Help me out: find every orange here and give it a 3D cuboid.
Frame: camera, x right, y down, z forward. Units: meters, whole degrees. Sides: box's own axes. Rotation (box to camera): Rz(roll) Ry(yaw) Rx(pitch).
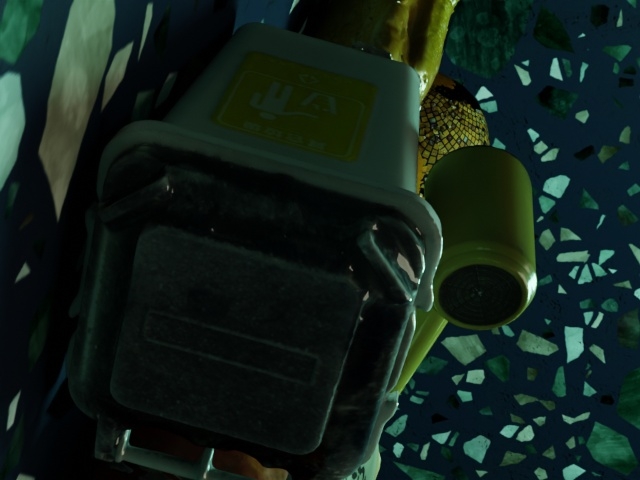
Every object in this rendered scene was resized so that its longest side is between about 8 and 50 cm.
[{"bbox_3d":[0.093,-0.121,1.721,0.234,0.234,0.182,-38,123,-77],"label":"orange"}]

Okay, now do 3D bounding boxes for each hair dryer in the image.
[{"bbox_3d":[0.092,0.064,1.173,0.135,0.090,0.278,-85,-162,-49],"label":"hair dryer"}]

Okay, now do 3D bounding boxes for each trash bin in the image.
[{"bbox_3d":[-0.040,0.002,1.134,0.367,0.256,0.296,-75,178,-59],"label":"trash bin"}]

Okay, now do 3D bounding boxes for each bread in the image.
[{"bbox_3d":[0.087,-0.271,1.627,0.185,0.109,0.380,-23,-147,45],"label":"bread"}]

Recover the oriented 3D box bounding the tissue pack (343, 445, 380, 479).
[{"bbox_3d":[-0.039,0.301,1.787,0.375,0.195,0.390,92,18,-57],"label":"tissue pack"}]

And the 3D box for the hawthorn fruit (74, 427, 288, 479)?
[{"bbox_3d":[-0.101,0.223,1.202,0.261,0.224,0.224,134,-21,-73],"label":"hawthorn fruit"}]
